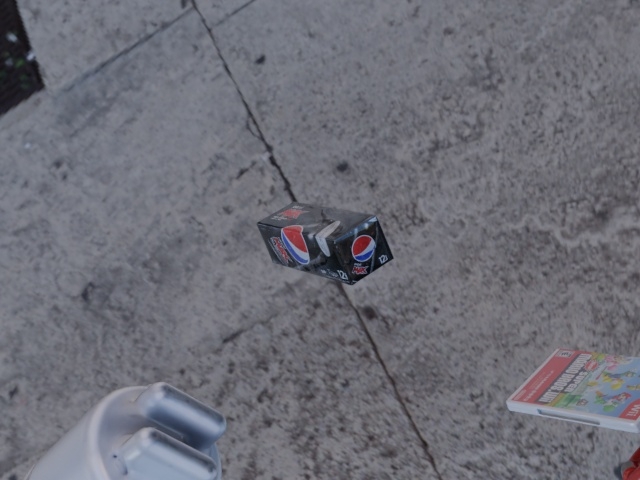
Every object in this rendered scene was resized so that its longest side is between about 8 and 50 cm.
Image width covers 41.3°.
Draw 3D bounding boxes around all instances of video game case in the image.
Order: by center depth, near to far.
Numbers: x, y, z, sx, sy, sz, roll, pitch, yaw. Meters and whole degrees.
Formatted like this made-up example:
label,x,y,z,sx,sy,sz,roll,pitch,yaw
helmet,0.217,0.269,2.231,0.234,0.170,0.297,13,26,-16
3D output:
label,x,y,z,sx,sy,sz,roll,pitch,yaw
video game case,0.532,0.284,1.652,0.204,0.025,0.285,-34,21,-35

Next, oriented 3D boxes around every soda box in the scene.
label,x,y,z,sx,sy,sz,roll,pitch,yaw
soda box,0.000,0.000,0.906,0.060,0.053,0.169,-31,21,-25

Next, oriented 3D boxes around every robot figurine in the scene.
label,x,y,z,sx,sy,sz,roll,pitch,yaw
robot figurine,-0.269,0.328,1.119,0.353,0.200,0.300,-42,21,32

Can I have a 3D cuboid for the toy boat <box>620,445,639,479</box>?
label,x,y,z,sx,sy,sz,roll,pitch,yaw
toy boat,0.628,0.355,1.600,0.151,0.151,0.231,38,98,13
